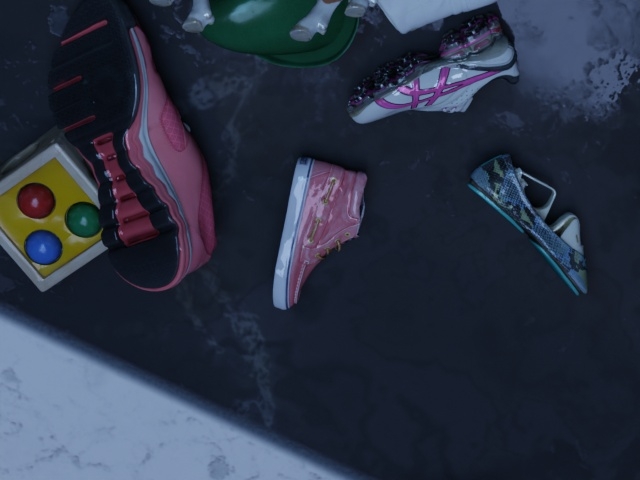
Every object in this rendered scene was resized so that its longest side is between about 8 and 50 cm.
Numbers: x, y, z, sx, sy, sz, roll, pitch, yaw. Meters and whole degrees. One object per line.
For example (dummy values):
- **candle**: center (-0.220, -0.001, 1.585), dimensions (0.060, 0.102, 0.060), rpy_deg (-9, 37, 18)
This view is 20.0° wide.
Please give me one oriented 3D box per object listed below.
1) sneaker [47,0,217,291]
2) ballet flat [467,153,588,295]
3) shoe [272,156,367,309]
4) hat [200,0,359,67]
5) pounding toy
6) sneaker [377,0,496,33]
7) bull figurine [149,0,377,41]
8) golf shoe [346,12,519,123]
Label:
- **sneaker**: center (-0.189, -0.105, 1.917), dimensions (0.116, 0.136, 0.314), rpy_deg (-14, 92, 28)
- **ballet flat**: center (0.240, -0.020, 1.951), dimensions (0.070, 0.070, 0.188), rpy_deg (-39, 110, 19)
- **shoe**: center (0.000, 0.000, 1.971), dimensions (0.081, 0.063, 0.178), rpy_deg (12, 111, 3)
- **hat**: center (-0.094, -0.212, 1.785), dimensions (0.208, 0.183, 0.173), rpy_deg (12, 126, 28)
- **pounding toy**: center (-0.333, -0.036, 1.958), dimensions (0.206, 0.094, 0.181), rpy_deg (-33, 109, 17)
- **sneaker**: center (0.075, -0.341, 1.784), dimensions (0.169, 0.108, 0.293), rpy_deg (-22, 113, 10)
- **bull figurine**: center (-0.078, -0.291, 1.703), dimensions (0.310, 0.101, 0.188), rpy_deg (2, 71, 0)
- **golf shoe**: center (0.117, -0.159, 1.888), dimensions (0.186, 0.067, 0.086), rpy_deg (-25, 113, 14)
